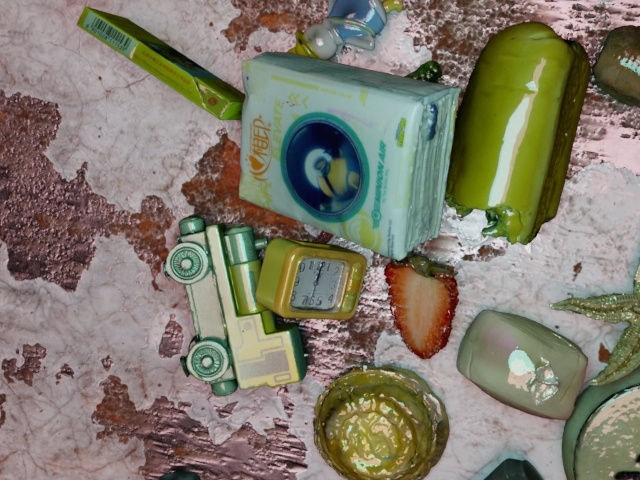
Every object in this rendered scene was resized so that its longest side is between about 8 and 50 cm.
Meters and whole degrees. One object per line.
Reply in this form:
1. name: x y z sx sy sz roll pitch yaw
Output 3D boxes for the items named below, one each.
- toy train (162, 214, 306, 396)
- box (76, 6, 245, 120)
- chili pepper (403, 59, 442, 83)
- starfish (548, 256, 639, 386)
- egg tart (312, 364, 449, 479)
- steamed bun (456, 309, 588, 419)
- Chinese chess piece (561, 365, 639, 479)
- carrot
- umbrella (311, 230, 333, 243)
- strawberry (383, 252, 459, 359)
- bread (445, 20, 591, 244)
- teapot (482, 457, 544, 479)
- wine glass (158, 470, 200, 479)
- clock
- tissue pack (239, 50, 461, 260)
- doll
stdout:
1. toy train: -0.176 0.121 1.640 0.237 0.150 0.369 -11 93 2
2. box: -0.289 -0.338 1.591 0.335 0.187 0.047 34 103 6
3. chili pepper: 0.146 -0.304 1.588 0.182 0.050 0.073 -4 102 13
4. starfish: 0.600 0.117 1.503 0.358 0.078 0.347 8 70 9
5. egg tart: 0.116 0.380 1.633 0.279 0.095 0.279 1 96 8
6. steamed bun: 0.376 0.235 1.538 0.238 0.152 0.170 24 96 13
7. Chinese chess piece: 0.627 0.399 1.515 0.349 0.146 0.349 1 96 12
8. carrot: 0.642 -0.289 1.461 0.302 0.139 0.139 17 98 7
9. umbrella: 0.000 0.000 1.654 0.027 0.025 0.165 38 103 -18
10. strawberry: 0.199 0.116 1.610 0.167 0.087 0.208 26 126 26
11. bread: 0.347 -0.196 1.470 0.208 0.251 0.376 19 101 25
12. teapot: 0.341 0.546 1.585 0.225 0.171 0.203 -34 119 18
13. wine glass: -0.298 0.599 1.725 0.093 0.093 0.202 1 95 10
14. clock: -0.014 0.075 1.570 0.096 0.202 0.143 24 103 47
15. tissue pack: 0.037 -0.165 1.468 0.388 0.162 0.287 21 118 34
16. doll: 0.039 -0.409 1.573 0.241 0.099 0.135 -35 106 13
